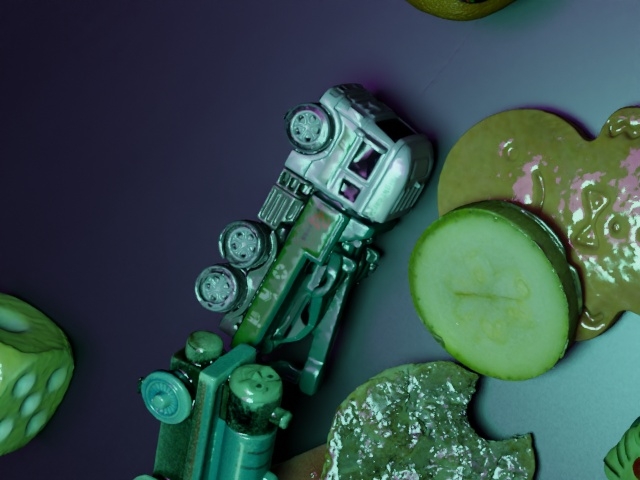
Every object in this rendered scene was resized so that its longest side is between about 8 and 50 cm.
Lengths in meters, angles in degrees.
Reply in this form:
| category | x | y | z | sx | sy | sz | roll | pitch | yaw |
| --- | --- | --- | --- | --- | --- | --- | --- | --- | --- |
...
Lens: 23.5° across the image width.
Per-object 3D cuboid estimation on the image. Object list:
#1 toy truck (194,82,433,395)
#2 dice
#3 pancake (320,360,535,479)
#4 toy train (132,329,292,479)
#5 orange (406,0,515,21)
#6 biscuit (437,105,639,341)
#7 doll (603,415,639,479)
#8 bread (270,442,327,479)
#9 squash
| category | x | y | z | sx | sy | sz | roll | pitch | yaw |
| --- | --- | --- | --- | --- | --- | --- | --- | --- | --- |
| toy truck | -0.005 | -0.006 | 1.851 | 0.178 | 0.176 | 0.363 | 30 | 106 | 14 |
| dice | -0.451 | 0.177 | 2.073 | 0.166 | 0.169 | 0.169 | 34 | 106 | 23 |
| pancake | 0.122 | 0.266 | 1.815 | 0.253 | 0.037 | 0.254 | 0 | 87 | 5 |
| toy train | -0.122 | 0.257 | 1.837 | 0.194 | 0.120 | 0.298 | 25 | 123 | 24 |
| orange | 0.166 | -0.346 | 1.734 | 0.206 | 0.206 | 0.206 | 1 | 92 | 27 |
| biscuit | 0.297 | -0.029 | 1.754 | 0.355 | 0.052 | 0.275 | 22 | 101 | 24 |
| doll | 0.394 | 0.301 | 1.645 | 0.198 | 0.186 | 0.322 | 48 | 134 | 50 |
| bread | 0.030 | 0.302 | 1.890 | 0.192 | 0.067 | 0.119 | 38 | 108 | 22 |
| squash | 0.197 | 0.062 | 1.773 | 0.219 | 0.041 | 0.219 | 16 | 119 | 32 |
